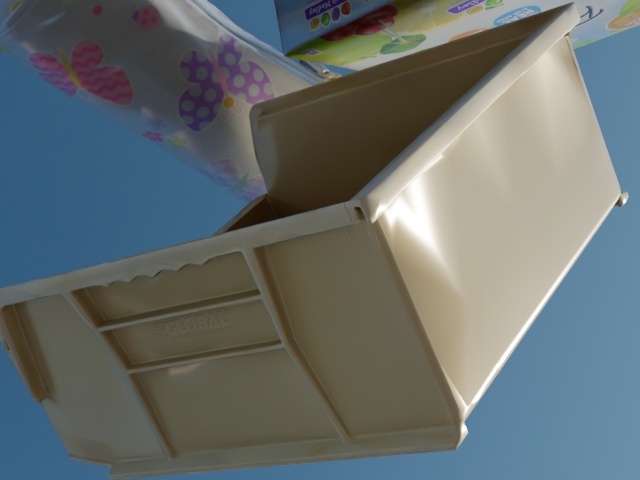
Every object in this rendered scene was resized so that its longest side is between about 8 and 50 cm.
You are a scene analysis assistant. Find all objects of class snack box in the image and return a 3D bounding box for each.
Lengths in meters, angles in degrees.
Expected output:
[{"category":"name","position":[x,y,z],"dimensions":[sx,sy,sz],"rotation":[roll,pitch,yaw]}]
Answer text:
[{"category":"snack box","position":[0.101,-0.162,0.775],"dimensions":[0.207,0.174,0.070],"rotation":[0,-104,-48]}]

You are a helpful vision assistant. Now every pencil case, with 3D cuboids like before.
[{"category":"pencil case","position":[-0.101,-0.125,0.853],"dimensions":[0.273,0.113,0.124],"rotation":[30,-41,-31]}]

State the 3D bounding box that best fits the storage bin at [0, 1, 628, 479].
[{"category":"storage bin","position":[0.000,0.000,0.663],"dimensions":[0.260,0.262,0.123],"rotation":[-12,-70,36]}]
